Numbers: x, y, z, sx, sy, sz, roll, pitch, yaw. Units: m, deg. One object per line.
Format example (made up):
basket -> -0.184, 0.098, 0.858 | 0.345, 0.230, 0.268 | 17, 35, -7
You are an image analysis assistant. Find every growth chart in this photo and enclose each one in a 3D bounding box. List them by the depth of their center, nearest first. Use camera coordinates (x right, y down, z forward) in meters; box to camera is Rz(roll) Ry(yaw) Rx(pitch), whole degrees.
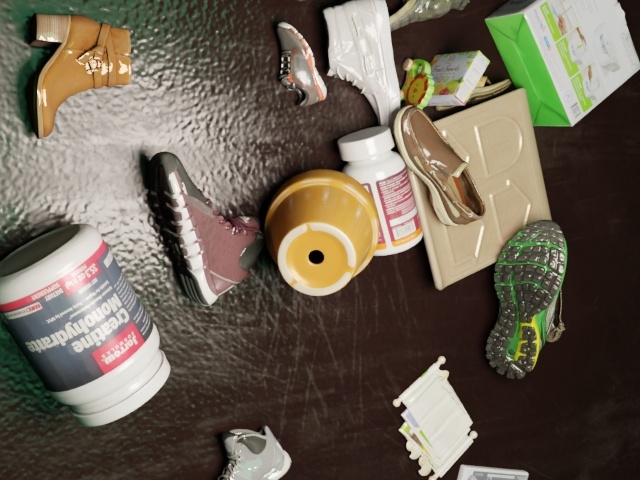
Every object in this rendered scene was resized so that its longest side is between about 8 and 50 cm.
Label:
growth chart -> 0.240, 0.384, 1.752 | 0.172, 0.021, 0.237 | -34, 112, -19

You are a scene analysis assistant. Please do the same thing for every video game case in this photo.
video game case -> 0.368, 0.590, 1.852 | 0.191, 0.022, 0.173 | 13, 92, -29

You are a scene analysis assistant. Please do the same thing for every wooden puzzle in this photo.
wooden puzzle -> 0.311, -0.109, 1.686 | 0.348, 0.080, 0.322 | -25, 109, -28

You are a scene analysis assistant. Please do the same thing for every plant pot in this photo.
plant pot -> 0.000, 0.000, 1.422 | 0.205, 0.188, 0.205 | 1, 109, 3

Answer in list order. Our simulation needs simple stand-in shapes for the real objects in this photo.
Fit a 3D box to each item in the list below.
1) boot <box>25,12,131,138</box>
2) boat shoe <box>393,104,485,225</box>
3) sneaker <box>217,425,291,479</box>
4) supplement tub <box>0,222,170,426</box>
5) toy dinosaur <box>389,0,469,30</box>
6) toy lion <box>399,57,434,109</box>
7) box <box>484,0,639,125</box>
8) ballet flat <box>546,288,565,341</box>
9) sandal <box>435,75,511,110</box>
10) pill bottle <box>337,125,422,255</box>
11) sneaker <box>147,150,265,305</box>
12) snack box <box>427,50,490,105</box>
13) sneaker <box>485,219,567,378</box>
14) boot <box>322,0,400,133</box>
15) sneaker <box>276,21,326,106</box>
boot -> -0.372, -0.250, 1.297 | 0.152, 0.073, 0.197 | 2, 100, -33
boat shoe -> 0.228, -0.139, 1.518 | 0.095, 0.095, 0.257 | -51, 121, -28
sneaker -> -0.170, 0.417, 1.511 | 0.229, 0.086, 0.132 | -34, 108, -30
supplement tub -> -0.369, 0.129, 1.287 | 0.191, 0.191, 0.272 | -34, 112, -20
toy dinosaur -> 0.179, -0.458, 1.566 | 0.268, 0.064, 0.118 | -27, 116, -19
toy lion -> 0.183, -0.293, 1.571 | 0.034, 0.096, 0.100 | 16, 90, -29
box -> 0.503, -0.404, 1.708 | 0.231, 0.127, 0.262 | -40, 114, -18
ballet flat -> 0.502, 0.105, 1.827 | 0.084, 0.058, 0.249 | -11, 103, -27
sandal -> 0.303, -0.301, 1.659 | 0.180, 0.072, 0.049 | -17, 84, -21
pill bottle -> 0.108, -0.092, 1.548 | 0.121, 0.121, 0.221 | -24, 109, -23
sneaker -> -0.185, -0.041, 1.422 | 0.163, 0.106, 0.281 | -27, 120, -27
snack box -> 0.244, -0.305, 1.576 | 0.037, 0.141, 0.100 | 36, 80, -27
sneaker -> 0.430, 0.109, 1.734 | 0.146, 0.134, 0.343 | -35, 140, -54
boot -> 0.071, -0.311, 1.526 | 0.124, 0.095, 0.258 | -12, 112, -2
sneaker -> -0.046, -0.306, 1.470 | 0.065, 0.061, 0.157 | -33, 111, -13
